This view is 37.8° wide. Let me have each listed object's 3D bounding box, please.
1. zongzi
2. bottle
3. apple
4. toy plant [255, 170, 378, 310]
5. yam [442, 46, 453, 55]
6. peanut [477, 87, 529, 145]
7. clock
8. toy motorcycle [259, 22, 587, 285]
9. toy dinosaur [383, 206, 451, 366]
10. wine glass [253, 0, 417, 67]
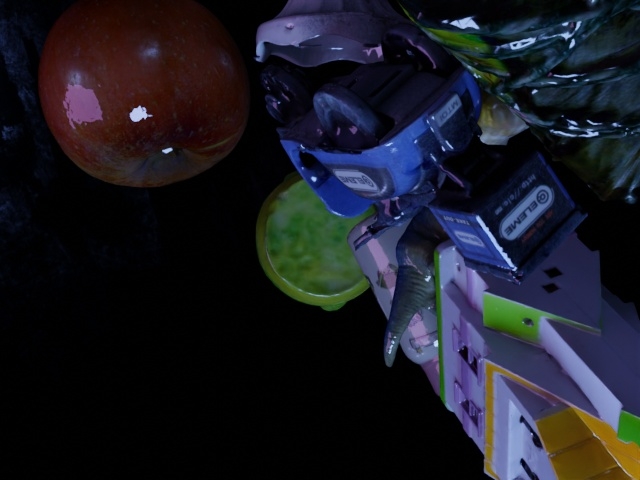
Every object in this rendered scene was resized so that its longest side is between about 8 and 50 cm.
[{"bbox_3d":[0.132,-0.236,0.605,0.362,0.319,0.383,58,178,20],"label":"zongzi"},{"bbox_3d":[0.136,0.079,1.105,0.253,0.120,0.120,64,161,10],"label":"bottle"},{"bbox_3d":[-0.289,-0.252,1.548,0.348,0.349,0.277,121,133,-68],"label":"apple"},{"bbox_3d":[0.000,0.000,1.371,0.316,0.184,0.224,-163,56,-87],"label":"toy plant"},{"bbox_3d":[0.122,-0.179,0.949,0.054,0.054,0.132,55,157,33],"label":"yam"},{"bbox_3d":[0.154,-0.122,0.871,0.087,0.087,0.206,63,163,14],"label":"peanut"},{"bbox_3d":[0.240,0.154,0.835,0.309,0.166,0.235,-123,19,-49],"label":"clock"},{"bbox_3d":[0.057,-0.075,0.834,0.212,0.125,0.358,52,168,-21],"label":"toy motorcycle"},{"bbox_3d":[0.100,-0.003,0.986,0.075,0.247,0.188,29,-174,-37],"label":"toy dinosaur"},{"bbox_3d":[0.013,-0.274,0.923,0.165,0.165,0.196,-178,85,-70],"label":"wine glass"}]
